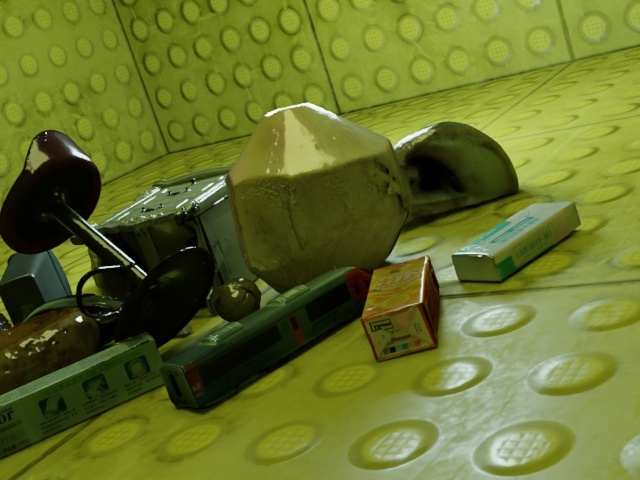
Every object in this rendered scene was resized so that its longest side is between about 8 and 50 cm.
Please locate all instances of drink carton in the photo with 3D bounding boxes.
[{"bbox_3d":[0.123,0.096,1.411,0.096,0.071,0.223,-16,14,13],"label":"drink carton"}]

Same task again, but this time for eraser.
[{"bbox_3d":[0.323,0.000,1.556,0.225,0.052,0.095,-29,15,-34],"label":"eraser"}]

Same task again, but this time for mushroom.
[{"bbox_3d":[0.230,-0.153,1.982,0.292,0.212,0.217,-25,22,0],"label":"mushroom"}]

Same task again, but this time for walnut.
[{"bbox_3d":[-0.149,0.107,1.696,0.092,0.092,0.092,-17,14,5],"label":"walnut"}]

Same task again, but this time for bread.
[{"bbox_3d":[-0.497,0.208,1.663,0.230,0.123,0.230,-20,14,5],"label":"bread"}]

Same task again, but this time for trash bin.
[{"bbox_3d":[-0.613,0.116,2.051,0.101,0.177,0.236,-19,18,-3],"label":"trash bin"}]

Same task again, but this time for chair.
[{"bbox_3d":[-0.399,-0.004,1.673,0.401,0.226,0.226,38,46,23],"label":"chair"}]

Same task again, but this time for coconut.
[{"bbox_3d":[-0.010,-0.083,1.710,0.352,0.353,0.352,-17,14,5],"label":"coconut"}]

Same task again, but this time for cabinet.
[{"bbox_3d":[-0.282,0.005,1.940,0.290,0.227,0.318,-9,17,29],"label":"cabinet"}]

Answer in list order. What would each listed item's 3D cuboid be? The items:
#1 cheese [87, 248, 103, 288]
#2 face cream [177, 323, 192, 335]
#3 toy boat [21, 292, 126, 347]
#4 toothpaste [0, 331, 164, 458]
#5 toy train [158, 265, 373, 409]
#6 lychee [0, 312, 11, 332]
[{"bbox_3d":[-0.446,0.037,2.262,0.214,0.117,0.226,-15,9,-11],"label":"cheese"},{"bbox_3d":[-0.286,0.168,1.753,0.115,0.020,0.038,-9,18,37],"label":"face cream"},{"bbox_3d":[-0.470,0.159,1.831,0.262,0.114,0.115,-11,11,25],"label":"toy boat"},{"bbox_3d":[-0.408,0.248,1.480,0.336,0.081,0.067,-23,15,-18],"label":"toothpaste"},{"bbox_3d":[-0.060,0.132,1.480,0.409,0.089,0.086,-29,13,-34],"label":"toy train"},{"bbox_3d":[-0.715,0.192,1.899,0.197,0.165,0.165,22,-17,-41],"label":"lychee"}]
